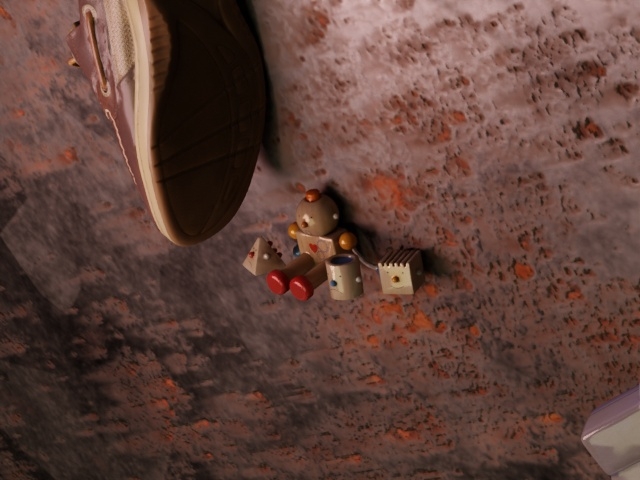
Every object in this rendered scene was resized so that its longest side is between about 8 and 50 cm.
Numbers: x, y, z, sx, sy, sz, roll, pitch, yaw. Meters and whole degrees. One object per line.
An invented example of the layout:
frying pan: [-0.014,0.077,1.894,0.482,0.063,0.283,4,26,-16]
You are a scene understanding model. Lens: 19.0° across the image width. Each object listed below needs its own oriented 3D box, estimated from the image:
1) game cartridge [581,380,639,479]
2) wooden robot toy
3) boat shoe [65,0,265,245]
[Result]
game cartridge: [0.365,0.122,1.212,0.355,0.068,0.230,-34,92,34]
wooden robot toy: [0.000,0.000,1.547,0.173,0.076,0.079,11,119,39]
boat shoe: [-0.135,-0.161,1.502,0.123,0.123,0.342,23,134,42]
